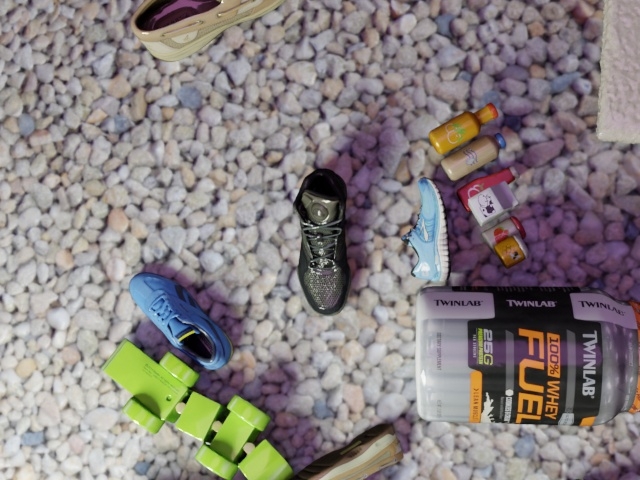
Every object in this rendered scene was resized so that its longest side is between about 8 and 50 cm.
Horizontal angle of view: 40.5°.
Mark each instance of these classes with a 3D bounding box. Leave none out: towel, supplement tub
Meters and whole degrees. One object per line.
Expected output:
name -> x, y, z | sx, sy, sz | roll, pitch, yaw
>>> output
towel -> 0.519, -0.280, 1.315 | 0.187, 0.049, 0.282 | 6, 84, 10
supplement tub -> 0.292, 0.160, 1.214 | 0.315, 0.193, 0.194 | -1, 82, 8

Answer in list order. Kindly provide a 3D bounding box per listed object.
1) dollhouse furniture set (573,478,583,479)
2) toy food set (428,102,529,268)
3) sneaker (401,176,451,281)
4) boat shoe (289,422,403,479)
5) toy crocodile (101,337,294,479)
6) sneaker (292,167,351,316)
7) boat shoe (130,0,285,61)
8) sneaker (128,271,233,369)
dollhouse furniture set -> 0.474, 0.422, 1.218 | 0.301, 0.151, 0.198 | -13, 87, -23
toy food set -> 0.262, -0.080, 1.290 | 0.104, 0.111, 0.232 | -30, 77, 4
sneaker -> 0.157, -0.017, 1.323 | 0.073, 0.063, 0.162 | -5, 82, 11
boat shoe -> 0.039, 0.347, 1.279 | 0.190, 0.068, 0.072 | -28, 98, -8
toy crocodile -> -0.186, 0.265, 1.320 | 0.340, 0.105, 0.115 | 30, 78, 14
sneaker -> 0.000, 0.000, 1.310 | 0.087, 0.130, 0.228 | 1, 85, 10
boat shoe -> -0.148, -0.412, 1.392 | 0.341, 0.110, 0.122 | -37, 79, 2
sneaker -> -0.222, 0.120, 1.349 | 0.209, 0.082, 0.069 | 41, 91, 12
